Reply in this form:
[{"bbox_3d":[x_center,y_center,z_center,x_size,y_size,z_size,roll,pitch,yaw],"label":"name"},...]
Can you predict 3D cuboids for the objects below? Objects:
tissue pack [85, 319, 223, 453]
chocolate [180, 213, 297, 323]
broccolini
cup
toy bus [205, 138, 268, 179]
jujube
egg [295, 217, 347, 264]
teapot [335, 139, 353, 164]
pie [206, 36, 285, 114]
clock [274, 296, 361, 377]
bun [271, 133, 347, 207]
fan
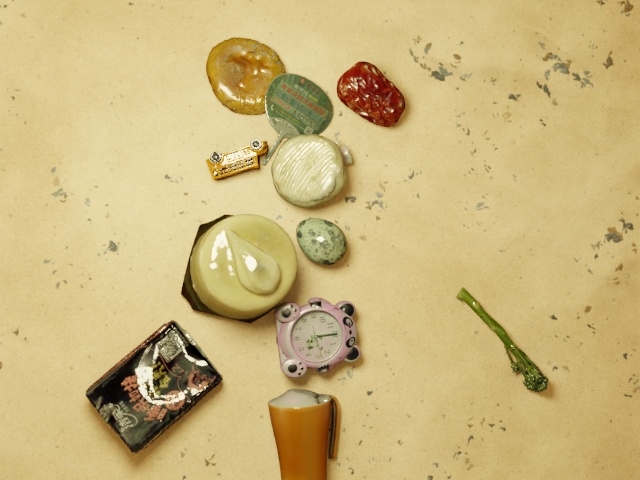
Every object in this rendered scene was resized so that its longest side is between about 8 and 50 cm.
[{"bbox_3d":[-0.478,0.417,1.824,0.332,0.123,0.245,-41,81,-12],"label":"tissue pack"},{"bbox_3d":[-0.229,0.061,1.810,0.326,0.297,0.314,16,76,-2],"label":"chocolate"},{"bbox_3d":[0.554,0.312,1.959,0.074,0.079,0.392,-42,79,2],"label":"broccolini"},{"bbox_3d":[-0.037,0.562,1.826,0.226,0.182,0.263,-2,88,-36],"label":"cup"},{"bbox_3d":[-0.249,-0.249,1.949,0.195,0.083,0.088,-17,93,2],"label":"toy bus"},{"bbox_3d":[0.163,-0.459,1.992,0.230,0.155,0.155,34,80,-5],"label":"jujube"},{"bbox_3d":[0.000,0.000,1.916,0.172,0.132,0.132,35,80,13],"label":"egg"},{"bbox_3d":[0.061,-0.271,1.997,0.064,0.064,0.083,-24,88,0],"label":"teapot"},{"bbox_3d":[-0.237,-0.530,2.009,0.274,0.069,0.273,2,81,-12],"label":"pie"},{"bbox_3d":[-0.009,0.284,1.887,0.248,0.090,0.227,-6,87,-9],"label":"clock"},{"bbox_3d":[-0.034,-0.214,1.938,0.239,0.141,0.239,-2,81,15],"label":"bun"},{"bbox_3d":[-0.070,-0.381,2.010,0.223,0.012,0.294,1,96,-15],"label":"fan"}]
